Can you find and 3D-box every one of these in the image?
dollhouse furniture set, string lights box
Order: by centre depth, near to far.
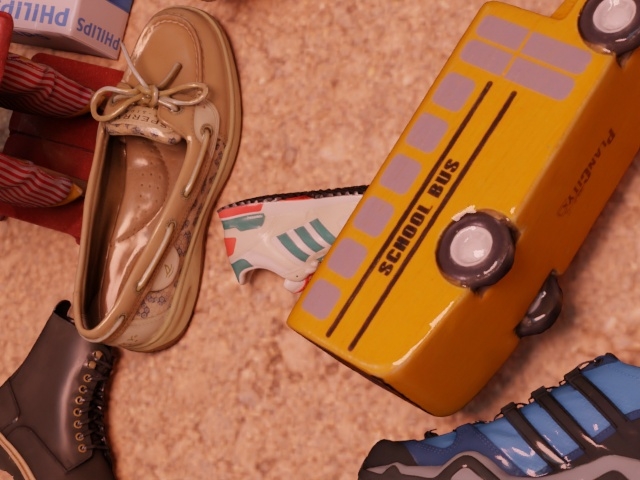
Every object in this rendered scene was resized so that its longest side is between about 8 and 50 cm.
[{"bbox_3d":[-0.364,-0.119,1.098,0.374,0.201,0.152,15,88,24],"label":"dollhouse furniture set"},{"bbox_3d":[-0.214,-0.296,1.128,0.133,0.077,0.259,13,87,26],"label":"string lights box"}]

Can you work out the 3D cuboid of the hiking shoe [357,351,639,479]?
[{"bbox_3d":[0.171,0.144,0.890,0.304,0.113,0.132,-5,49,30],"label":"hiking shoe"}]

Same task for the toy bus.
[{"bbox_3d":[0.125,-0.045,0.898,0.130,0.108,0.332,28,83,37],"label":"toy bus"}]

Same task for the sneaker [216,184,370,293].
[{"bbox_3d":[0.000,0.000,1.006,0.161,0.057,0.075,-4,97,22],"label":"sneaker"}]

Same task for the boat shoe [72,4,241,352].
[{"bbox_3d":[-0.133,-0.054,1.046,0.105,0.089,0.285,3,83,24],"label":"boat shoe"}]

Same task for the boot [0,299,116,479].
[{"bbox_3d":[-0.184,0.148,1.050,0.198,0.077,0.137,33,91,24],"label":"boot"}]
